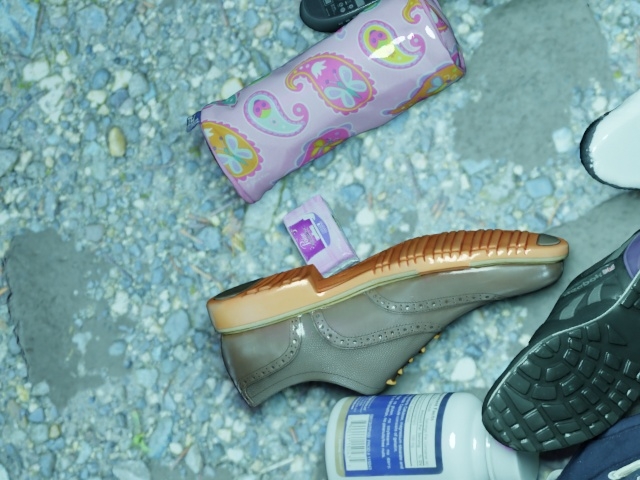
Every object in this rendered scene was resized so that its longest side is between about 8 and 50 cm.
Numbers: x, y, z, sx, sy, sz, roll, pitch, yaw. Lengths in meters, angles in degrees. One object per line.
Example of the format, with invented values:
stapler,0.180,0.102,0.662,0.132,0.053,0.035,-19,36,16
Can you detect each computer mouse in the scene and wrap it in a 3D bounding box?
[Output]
computer mouse,0.090,-0.284,2.086,0.242,0.041,0.071,-22,65,8

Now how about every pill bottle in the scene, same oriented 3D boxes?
pill bottle,0.108,0.201,1.875,0.186,0.112,0.112,-4,72,21

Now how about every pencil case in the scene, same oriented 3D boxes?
pencil case,0.009,-0.154,2.027,0.284,0.124,0.124,-30,65,13

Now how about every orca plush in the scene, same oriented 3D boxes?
orca plush,0.366,-0.133,1.882,0.287,0.151,0.102,-35,18,-7

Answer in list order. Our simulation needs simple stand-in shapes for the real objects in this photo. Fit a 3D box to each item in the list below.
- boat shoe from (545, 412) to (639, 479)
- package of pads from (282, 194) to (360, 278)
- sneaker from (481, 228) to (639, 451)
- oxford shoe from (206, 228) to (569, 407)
boat shoe,0.226,0.288,1.811,0.340,0.127,0.158,-32,30,25
package of pads,0.000,0.000,2.030,0.050,0.032,0.083,-34,64,8
sneaker,0.256,0.090,1.837,0.283,0.124,0.107,-39,106,-11
oxford shoe,0.076,0.075,1.945,0.363,0.130,0.133,-13,97,14
